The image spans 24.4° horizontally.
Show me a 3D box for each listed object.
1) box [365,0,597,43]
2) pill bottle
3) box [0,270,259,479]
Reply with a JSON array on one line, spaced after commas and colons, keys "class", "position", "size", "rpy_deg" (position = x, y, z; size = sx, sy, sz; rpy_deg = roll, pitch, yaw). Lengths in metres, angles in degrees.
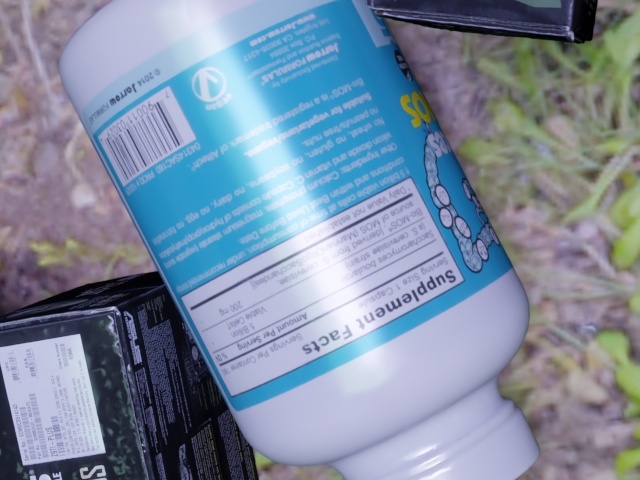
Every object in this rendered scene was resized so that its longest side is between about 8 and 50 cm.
[{"class": "box", "position": [0.088, -0.222, 0.550], "size": [0.073, 0.295, 0.293], "rpy_deg": [7, 99, 11]}, {"class": "pill bottle", "position": [0.000, 0.000, 0.675], "size": [0.146, 0.146, 0.264], "rpy_deg": [-27, 90, 15]}, {"class": "box", "position": [-0.089, 0.112, 0.709], "size": [0.077, 0.147, 0.180], "rpy_deg": [-10, 95, 15]}]
